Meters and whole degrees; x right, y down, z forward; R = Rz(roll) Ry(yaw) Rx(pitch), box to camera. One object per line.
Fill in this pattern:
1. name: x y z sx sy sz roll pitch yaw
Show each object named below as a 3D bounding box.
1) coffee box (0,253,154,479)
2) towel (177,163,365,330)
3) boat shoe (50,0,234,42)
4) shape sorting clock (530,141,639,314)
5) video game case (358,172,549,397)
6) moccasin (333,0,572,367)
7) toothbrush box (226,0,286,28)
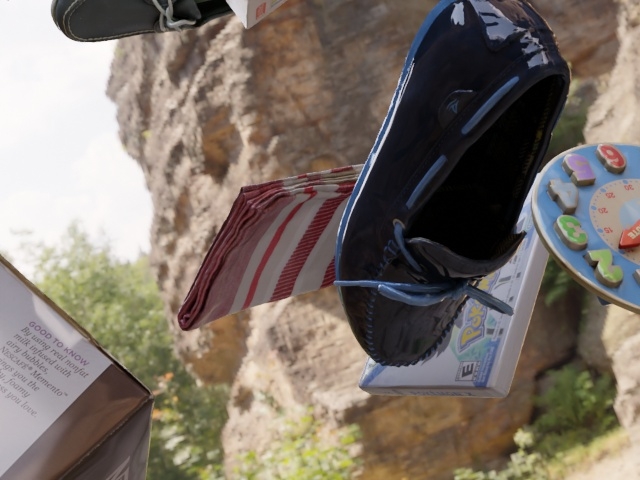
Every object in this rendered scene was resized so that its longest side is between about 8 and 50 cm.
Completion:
1. coffee box: -0.183 0.135 0.347 0.246 0.098 0.141 -42 -18 -34
2. towel: 0.000 0.000 1.153 0.329 0.037 0.237 -14 -31 -39
3. boat shoe: -0.171 -0.306 1.137 0.319 0.099 0.116 -20 -39 -1
4. shape sorting clock: 0.279 -0.014 0.796 0.206 0.206 0.040 -16 -34 -22
5. video game case: 0.200 0.067 1.366 0.036 0.329 0.300 31 -22 -25
6. moccasin: 0.088 -0.015 0.712 0.137 0.117 0.342 -11 -46 -20
7. toothbrush box: -0.103 -0.357 0.842 0.122 0.283 0.206 -38 2 -5
